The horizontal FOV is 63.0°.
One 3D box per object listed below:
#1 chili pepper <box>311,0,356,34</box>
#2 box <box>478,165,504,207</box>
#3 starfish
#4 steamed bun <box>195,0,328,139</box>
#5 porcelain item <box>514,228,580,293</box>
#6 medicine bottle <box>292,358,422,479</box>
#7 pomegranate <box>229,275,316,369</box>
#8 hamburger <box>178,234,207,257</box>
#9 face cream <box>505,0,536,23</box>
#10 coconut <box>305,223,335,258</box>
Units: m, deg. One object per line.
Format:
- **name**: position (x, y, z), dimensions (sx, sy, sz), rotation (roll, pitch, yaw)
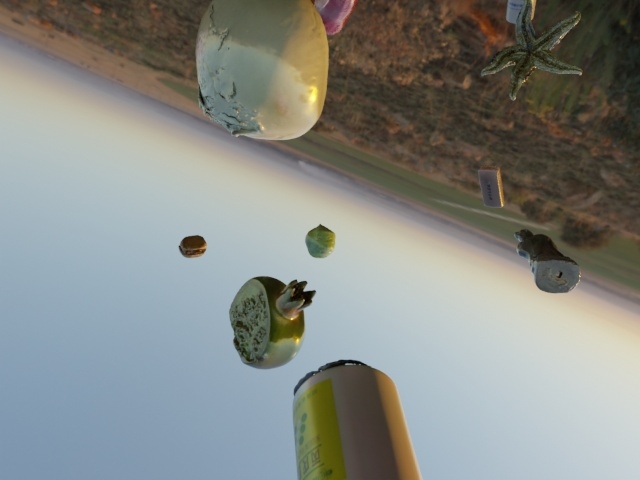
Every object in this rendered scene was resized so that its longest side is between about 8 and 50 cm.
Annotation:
- **chili pepper**: position (0.040, -0.594, 1.292), dimensions (0.110, 0.110, 0.387), rotation (21, 177, -13)
- **box**: position (0.408, -0.127, 1.248), dimensions (0.048, 0.025, 0.115), rotation (13, 141, 37)
- **starfish**: position (0.433, -0.368, 1.031), dimensions (0.176, 0.208, 0.053), rotation (37, -168, 12)
- **steamed bun**: position (-0.143, -0.381, 1.095), dimensions (0.233, 0.311, 0.334), rotation (-15, -148, -31)
- **porcelain item**: position (0.436, 0.026, 1.034), dimensions (0.081, 0.069, 0.215), rotation (3, -158, 4)
- **medicine bottle**: position (0.067, 0.414, 0.889), dimensions (0.214, 0.213, 0.378), rotation (21, -150, -22)
- **pomegranate**: position (-0.136, 0.257, 1.731), dimensions (0.216, 0.358, 0.309), rotation (23, -139, -41)
- **hamburger**: position (-0.349, 0.018, 1.427), dimensions (0.076, 0.044, 0.083), rotation (-3, -151, -15)
- **face cream**: position (0.543, -0.711, 1.382), dimensions (0.077, 0.077, 0.250), rotation (26, 147, 30)
- **coconut**: position (0.000, 0.000, 1.429), dimensions (0.088, 0.096, 0.088), rotation (-3, 164, -1)
